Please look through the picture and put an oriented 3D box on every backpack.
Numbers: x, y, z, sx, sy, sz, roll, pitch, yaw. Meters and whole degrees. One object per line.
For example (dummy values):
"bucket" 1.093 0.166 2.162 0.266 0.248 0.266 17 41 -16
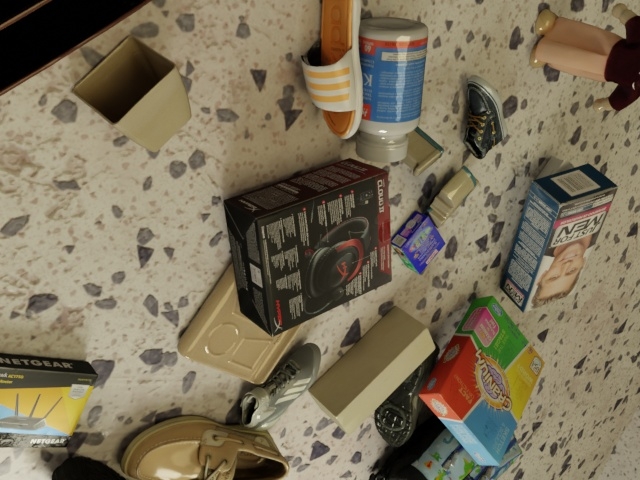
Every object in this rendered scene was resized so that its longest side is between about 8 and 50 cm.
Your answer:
"backpack" 0.325 0.539 1.701 0.355 0.273 0.290 -50 168 -29

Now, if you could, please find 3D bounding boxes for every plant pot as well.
"plant pot" -0.235 -0.181 0.895 0.109 0.109 0.096 -47 148 -10

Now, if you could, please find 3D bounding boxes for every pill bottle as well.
"pill bottle" 0.109 -0.248 1.135 0.124 0.124 0.221 -19 124 -32

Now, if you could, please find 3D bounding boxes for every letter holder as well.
"letter holder" -0.301 -0.261 0.704 0.302 0.214 0.152 -40 134 -17

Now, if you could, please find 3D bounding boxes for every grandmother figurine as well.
"grandmother figurine" 0.572 -0.345 1.324 0.104 0.342 0.207 -28 129 -26

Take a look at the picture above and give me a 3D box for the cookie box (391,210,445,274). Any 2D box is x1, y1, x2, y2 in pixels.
"cookie box" 0.204 0.006 1.425 0.092 0.040 0.107 -49 136 -8

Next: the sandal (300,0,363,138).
"sandal" 0.007 -0.288 1.051 0.076 0.102 0.265 -16 115 -33

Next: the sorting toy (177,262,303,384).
"sorting toy" -0.132 0.149 1.225 0.208 0.038 0.193 34 90 -42

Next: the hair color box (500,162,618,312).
"hair color box" 0.560 0.001 1.626 0.174 0.105 0.347 -17 136 -20

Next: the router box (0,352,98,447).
"router box" -0.437 0.236 0.997 0.179 0.046 0.133 17 102 -45

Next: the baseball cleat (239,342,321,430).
"baseball cleat" -0.077 0.282 1.311 0.206 0.072 0.109 -57 149 0

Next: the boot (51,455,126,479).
"boot" -0.399 0.536 1.143 0.260 0.131 0.348 -45 136 -12

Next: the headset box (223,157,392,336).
"headset box" 0.000 0.000 1.158 0.293 0.110 0.218 -22 121 -30

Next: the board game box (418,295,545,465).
"board game box" 0.390 0.326 1.608 0.242 0.064 0.316 50 54 -15

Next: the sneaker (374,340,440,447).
"sneaker" 0.218 0.360 1.604 0.130 0.109 0.286 -8 121 -45

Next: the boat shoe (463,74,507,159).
"boat shoe" 0.320 -0.241 1.365 0.083 0.065 0.183 -49 137 -9

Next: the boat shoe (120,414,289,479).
"boat shoe" -0.198 0.402 1.255 0.341 0.110 0.121 12 106 -44

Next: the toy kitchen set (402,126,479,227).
"toy kitchen set" 0.227 -0.142 1.348 0.122 0.166 0.207 -47 172 -9

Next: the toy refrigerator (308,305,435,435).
"toy refrigerator" 0.114 0.278 1.462 0.269 0.102 0.094 -43 135 -15

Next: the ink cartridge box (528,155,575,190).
"ink cartridge box" 0.573 -0.131 1.654 0.104 0.060 0.180 -55 137 0
